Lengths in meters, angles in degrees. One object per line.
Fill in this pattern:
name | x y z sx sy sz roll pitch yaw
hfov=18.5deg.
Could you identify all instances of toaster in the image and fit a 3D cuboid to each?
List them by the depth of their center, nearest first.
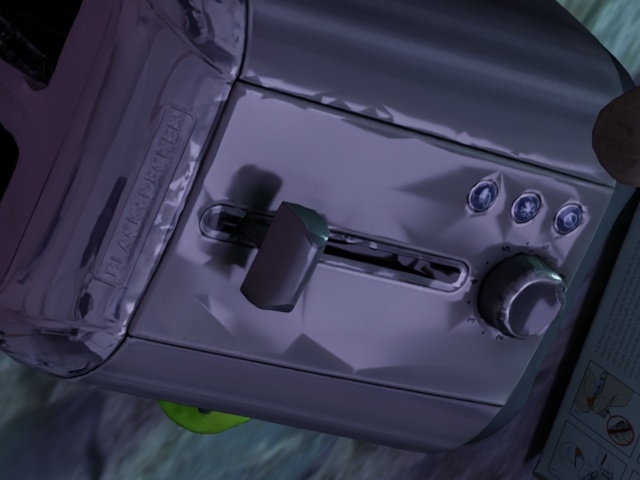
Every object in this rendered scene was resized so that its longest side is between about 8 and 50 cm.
toaster | -0.038 -0.043 0.514 0.146 0.227 0.129 11 112 -41

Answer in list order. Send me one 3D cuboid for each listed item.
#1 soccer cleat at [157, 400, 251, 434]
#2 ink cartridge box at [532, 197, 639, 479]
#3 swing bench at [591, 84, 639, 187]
soccer cleat | 0.000 0.000 0.761 0.179 0.060 0.072 -51 162 10
ink cartridge box | 0.284 0.004 1.103 0.272 0.130 0.309 -25 141 -44
swing bench | 0.077 -0.155 0.489 0.254 0.253 0.165 -11 131 -52
